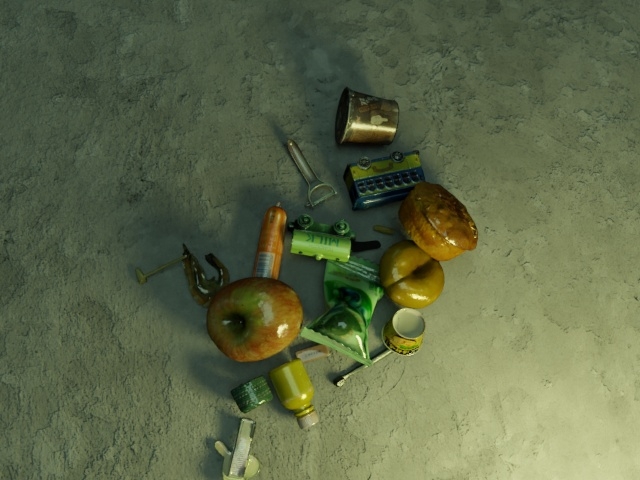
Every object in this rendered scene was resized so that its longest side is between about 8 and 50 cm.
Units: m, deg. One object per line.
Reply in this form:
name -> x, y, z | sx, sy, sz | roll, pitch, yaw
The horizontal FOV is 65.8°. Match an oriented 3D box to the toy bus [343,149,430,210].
toy bus -> 0.245, -0.228, 1.867 | 0.288, 0.138, 0.174 | -12, 75, -9

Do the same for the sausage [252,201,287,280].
sausage -> -0.177, 0.004, 1.781 | 0.093, 0.093, 0.311 | 9, 73, -3

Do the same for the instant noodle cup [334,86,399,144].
instant noodle cup -> 0.177, -0.464, 1.898 | 0.208, 0.217, 0.217 | 6, 73, -11

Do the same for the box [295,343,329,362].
box -> -0.029, 0.393, 1.718 | 0.115, 0.025, 0.047 | -14, 78, -10

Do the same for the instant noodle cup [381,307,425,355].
instant noodle cup -> 0.296, 0.308, 1.711 | 0.152, 0.122, 0.151 | 3, 55, -5

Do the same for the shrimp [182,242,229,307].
shrimp -> -0.403, 0.110, 1.744 | 0.146, 0.059, 0.254 | -16, 77, -13

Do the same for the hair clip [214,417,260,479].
hair clip -> -0.266, 0.685, 1.588 | 0.159, 0.071, 0.218 | 9, 67, 2

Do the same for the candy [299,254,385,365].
candy -> 0.104, 0.214, 1.716 | 0.263, 0.172, 0.397 | 24, 59, -5

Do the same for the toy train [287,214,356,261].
toy train -> 0.000, 0.000, 1.779 | 0.254, 0.105, 0.157 | 10, 58, -6

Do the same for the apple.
apple -> -0.207, 0.255, 1.636 | 0.310, 0.250, 0.277 | 4, 92, 22

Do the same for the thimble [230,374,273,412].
thimble -> -0.223, 0.500, 1.609 | 0.119, 0.135, 0.090 | -24, 79, -16

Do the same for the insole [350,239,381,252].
insole -> 0.151, 0.020, 1.848 | 0.153, 0.002, 0.053 | -7, 57, -10

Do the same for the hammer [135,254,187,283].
hammer -> -0.556, 0.085, 1.731 | 0.195, 0.028, 0.060 | -25, 73, 1

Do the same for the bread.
bread -> 0.425, -0.064, 1.760 | 0.312, 0.172, 0.312 | 29, 35, -23

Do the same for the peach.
peach -> 0.316, 0.120, 1.736 | 0.251, 0.153, 0.250 | 18, 51, -25

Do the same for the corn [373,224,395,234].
corn -> 0.244, -0.042, 1.870 | 0.084, 0.027, 0.028 | 15, 94, -1

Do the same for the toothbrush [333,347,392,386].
toothbrush -> 0.175, 0.427, 1.729 | 0.298, 0.031, 0.030 | -28, 103, -14

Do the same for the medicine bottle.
medicine bottle -> -0.079, 0.508, 1.630 | 0.122, 0.122, 0.212 | -23, 78, -12

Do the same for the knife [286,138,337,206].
knife -> -0.059, -0.261, 1.889 | 0.124, 0.053, 0.277 | -29, 78, -8
